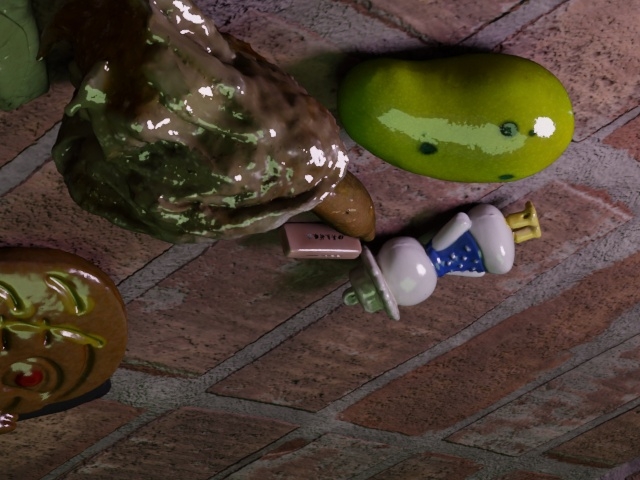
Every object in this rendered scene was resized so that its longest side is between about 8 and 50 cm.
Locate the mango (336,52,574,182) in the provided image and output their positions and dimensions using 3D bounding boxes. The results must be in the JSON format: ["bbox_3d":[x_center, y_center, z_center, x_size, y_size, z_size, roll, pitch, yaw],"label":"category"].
[{"bbox_3d":[0.156,-0.145,1.833,0.293,0.143,0.175,5,145,-19],"label":"mango"}]

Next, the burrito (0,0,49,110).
[{"bbox_3d":[-0.317,-0.206,1.535,0.082,0.059,0.275,-27,155,-12],"label":"burrito"}]

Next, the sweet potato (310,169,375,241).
[{"bbox_3d":[0.035,-0.047,2.025,0.077,0.077,0.244,-26,158,17],"label":"sweet potato"}]

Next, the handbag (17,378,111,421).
[{"bbox_3d":[-0.462,0.199,2.198,0.332,0.075,0.191,-10,151,-8],"label":"handbag"}]

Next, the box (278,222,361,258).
[{"bbox_3d":[0.000,0.000,2.111,0.115,0.048,0.025,2,152,-31],"label":"box"}]

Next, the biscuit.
[{"bbox_3d":[-0.442,0.149,2.035,0.394,0.070,0.350,-12,138,-10],"label":"biscuit"}]

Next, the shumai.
[{"bbox_3d":[-0.124,-0.162,1.528,0.314,0.267,0.262,17,142,16],"label":"shumai"}]

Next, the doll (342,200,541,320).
[{"bbox_3d":[0.165,0.024,2.189,0.293,0.119,0.138,-24,145,3],"label":"doll"}]
